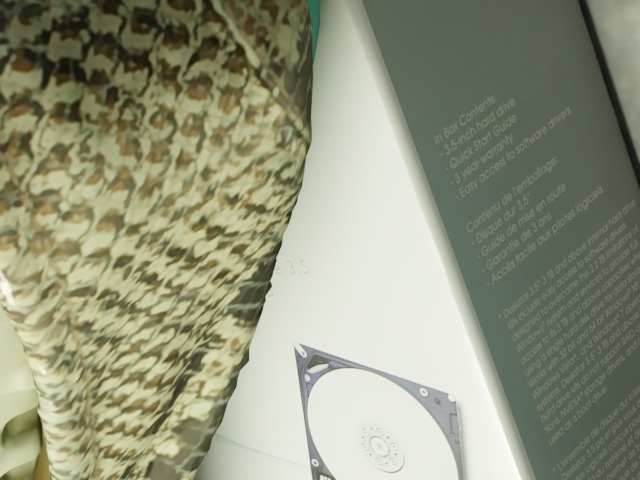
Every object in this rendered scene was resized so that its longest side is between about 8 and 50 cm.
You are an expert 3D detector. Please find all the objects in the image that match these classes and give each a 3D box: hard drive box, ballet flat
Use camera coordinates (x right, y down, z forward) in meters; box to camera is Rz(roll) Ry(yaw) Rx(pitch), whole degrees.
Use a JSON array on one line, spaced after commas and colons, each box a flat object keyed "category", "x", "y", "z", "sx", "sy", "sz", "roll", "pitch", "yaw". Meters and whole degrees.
[{"category": "hard drive box", "x": 0.000, "y": 0.000, "z": 0.559, "sx": 0.181, "sy": 0.089, "sz": 0.232, "roll": -3, "pitch": 115, "yaw": 46}, {"category": "ballet flat", "x": -0.120, "y": 0.095, "z": 0.532, "sx": 0.164, "sy": 0.182, "sz": 0.483, "roll": 35, "pitch": 138, "yaw": 20}]
